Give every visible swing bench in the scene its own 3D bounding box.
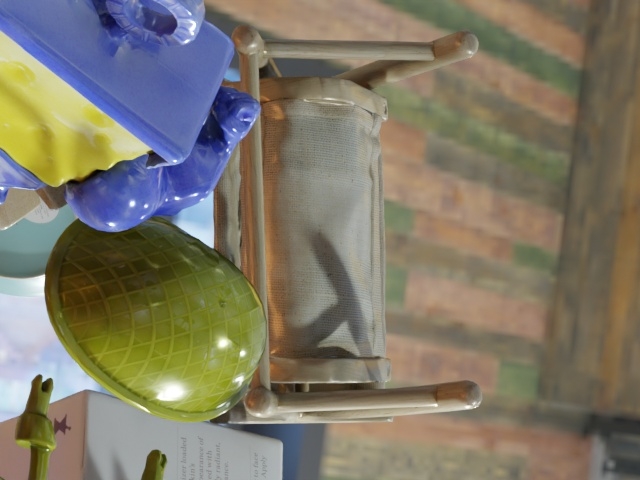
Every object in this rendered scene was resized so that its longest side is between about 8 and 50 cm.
[{"bbox_3d":[0.000,0.000,1.283,0.165,0.253,0.254,0,173,-13],"label":"swing bench"}]

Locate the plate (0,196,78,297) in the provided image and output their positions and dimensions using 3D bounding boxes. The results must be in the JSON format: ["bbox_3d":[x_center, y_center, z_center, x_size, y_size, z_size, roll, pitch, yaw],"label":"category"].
[{"bbox_3d":[-0.262,-0.025,1.538,0.188,0.188,0.024,7,-147,7],"label":"plate"}]

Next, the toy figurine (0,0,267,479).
[{"bbox_3d":[-0.109,-0.028,0.747,0.362,0.191,0.217,40,136,-26],"label":"toy figurine"}]

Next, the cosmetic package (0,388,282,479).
[{"bbox_3d":[-0.141,0.209,1.277,0.183,0.151,0.151,21,149,-39],"label":"cosmetic package"}]

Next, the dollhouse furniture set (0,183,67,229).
[{"bbox_3d":[-0.305,-0.050,1.314,0.262,0.135,0.259,-17,-165,38],"label":"dollhouse furniture set"}]
